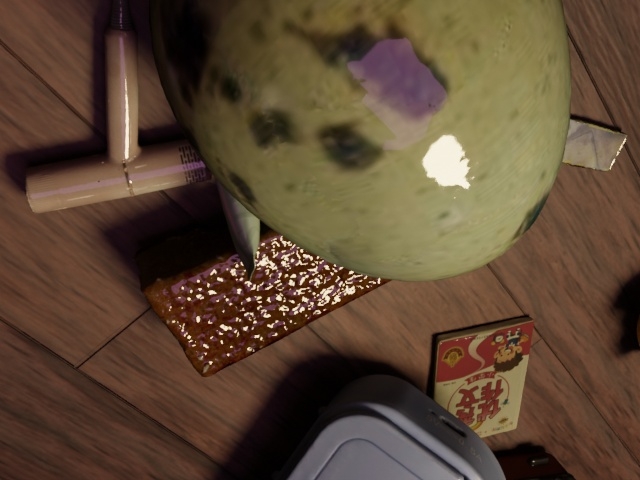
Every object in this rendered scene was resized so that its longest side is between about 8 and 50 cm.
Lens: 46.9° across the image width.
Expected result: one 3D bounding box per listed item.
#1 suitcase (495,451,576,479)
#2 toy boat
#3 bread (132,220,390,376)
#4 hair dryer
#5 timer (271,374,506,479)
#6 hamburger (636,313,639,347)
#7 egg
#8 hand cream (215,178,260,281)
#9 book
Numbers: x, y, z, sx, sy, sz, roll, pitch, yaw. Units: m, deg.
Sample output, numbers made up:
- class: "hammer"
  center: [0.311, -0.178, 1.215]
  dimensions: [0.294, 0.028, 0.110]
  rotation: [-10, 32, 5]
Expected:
- class: "suitcase"
  center: [0.291, 0.495, 1.262]
  dimensions: [0.297, 0.161, 0.236]
  rotation: [-2, 120, -18]
- class: "toy boat"
  center: [0.355, -0.129, 0.996]
  dimensions: [0.115, 0.016, 0.063]
  rotation: [9, 116, -24]
- class: "bread"
  center: [0.000, 0.000, 0.896]
  dimensions: [0.417, 0.113, 0.165]
  rotation: [-26, 126, -4]
- class: "hair dryer"
  center: [-0.229, -0.143, 0.766]
  dimensions: [0.195, 0.053, 0.220]
  rotation: [-13, 122, -10]
- class: "timer"
  center: [0.106, 0.419, 1.072]
  dimensions: [0.395, 0.173, 0.394]
  rotation: [3, 100, 15]
- class: "hamburger"
  center: [0.634, 0.143, 1.122]
  dimensions: [0.303, 0.261, 0.186]
  rotation: [-32, 123, -21]
- class: "egg"
  center: [0.046, -0.157, 0.662]
  dimensions: [0.345, 0.345, 0.428]
  rotation: [-39, 105, 7]
- class: "hand cream"
  center: [-0.089, -0.061, 0.788]
  dimensions: [0.050, 0.204, 0.078]
  rotation: [-7, 166, -14]
- class: "book"
  center: [0.251, 0.231, 1.174]
  dimensions: [0.162, 0.022, 0.231]
  rotation: [-9, 122, -13]
